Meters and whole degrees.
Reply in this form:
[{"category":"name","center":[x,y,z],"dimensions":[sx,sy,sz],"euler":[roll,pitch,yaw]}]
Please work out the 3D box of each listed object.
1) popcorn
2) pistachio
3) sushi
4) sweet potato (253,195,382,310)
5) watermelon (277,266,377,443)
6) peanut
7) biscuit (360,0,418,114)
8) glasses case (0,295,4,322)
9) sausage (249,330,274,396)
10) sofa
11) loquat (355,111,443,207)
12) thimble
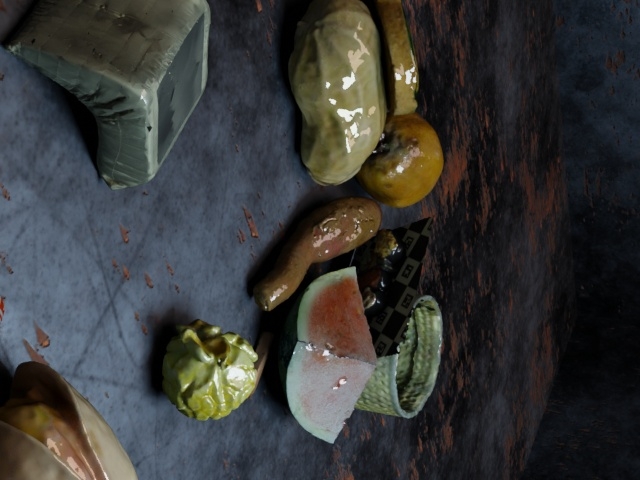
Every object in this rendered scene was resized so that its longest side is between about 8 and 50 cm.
[{"category":"popcorn","center":[-0.164,0.193,1.344],"dimensions":[0.162,0.142,0.135],"euler":[128,-18,-62]},{"category":"pistachio","center":[-0.296,0.291,1.057],"dimensions":[0.187,0.188,0.299],"euler":[-49,133,-47]},{"category":"sushi","center":[0.087,0.091,1.734],"dimensions":[0.050,0.264,0.290],"euler":[30,63,-26]},{"category":"sweet potato","center":[0.000,0.000,1.650],"dimensions":[0.385,0.109,0.109],"euler":[-34,125,-47]},{"category":"watermelon","center":[0.007,0.188,1.643],"dimensions":[0.256,0.176,0.260],"euler":[79,-2,-52]},{"category":"peanut","center":[0.036,-0.260,1.600],"dimensions":[0.174,0.158,0.340],"euler":[-55,141,-47]},{"category":"biscuit","center":[0.117,-0.391,1.635],"dimensions":[0.343,0.057,0.287],"euler":[-105,-176,-46]},{"category":"glasses case","center":[-0.399,0.130,0.971],"dimensions":[0.073,0.049,0.194],"euler":[58,46,-49]},{"category":"sausage","center":[-0.107,0.211,1.570],"dimensions":[0.026,0.026,0.116],"euler":[51,52,-54]},{"category":"sofa","center":[-0.254,-0.212,1.146],"dimensions":[0.225,0.176,0.210],"euler":[106,6,-62]},{"category":"loquat","center":[0.154,-0.164,1.840],"dimensions":[0.234,0.176,0.187],"euler":[41,43,-61]},{"category":"thimble","center":[0.139,0.230,1.906],"dimensions":[0.271,0.150,0.270],"euler":[-22,115,-60]}]
